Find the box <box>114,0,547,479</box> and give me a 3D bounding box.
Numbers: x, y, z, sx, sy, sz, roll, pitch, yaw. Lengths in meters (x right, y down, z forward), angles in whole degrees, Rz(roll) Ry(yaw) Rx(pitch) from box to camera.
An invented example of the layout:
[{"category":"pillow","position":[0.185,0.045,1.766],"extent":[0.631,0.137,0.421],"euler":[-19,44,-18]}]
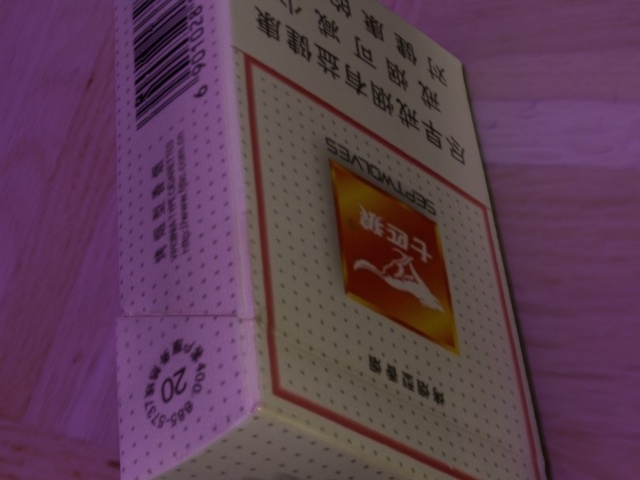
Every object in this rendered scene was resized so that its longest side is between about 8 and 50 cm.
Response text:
[{"category":"box","position":[0.000,-0.001,0.783],"extent":[0.095,0.210,0.330],"euler":[-35,45,30]}]
